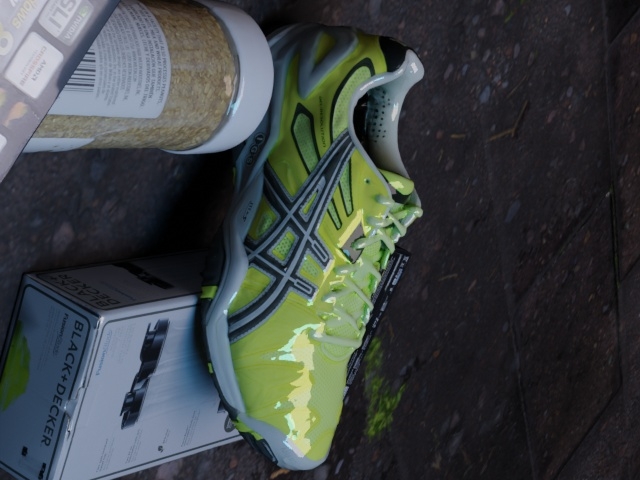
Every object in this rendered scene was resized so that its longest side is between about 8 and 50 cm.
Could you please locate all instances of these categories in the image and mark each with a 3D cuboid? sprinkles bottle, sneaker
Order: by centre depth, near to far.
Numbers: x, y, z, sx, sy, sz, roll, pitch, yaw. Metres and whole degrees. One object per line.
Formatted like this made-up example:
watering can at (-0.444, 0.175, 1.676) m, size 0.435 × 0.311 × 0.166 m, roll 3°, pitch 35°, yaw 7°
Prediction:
sprinkles bottle at (-0.178, -0.120, 1.195) m, size 0.355 × 0.121 × 0.121 m, roll -5°, pitch 118°, yaw -57°
sneaker at (0.000, 0.000, 1.432) m, size 0.145 × 0.147 × 0.385 m, roll 12°, pitch 79°, yaw -57°

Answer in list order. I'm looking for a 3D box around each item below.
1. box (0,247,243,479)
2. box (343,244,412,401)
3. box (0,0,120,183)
box at (-0.147, 0.103, 1.467) m, size 0.290 × 0.087 × 0.169 m, roll -11°, pitch 122°, yaw -56°
box at (-0.006, 0.068, 1.680) m, size 0.147 × 0.077 × 0.180 m, roll 16°, pitch 99°, yaw -61°
box at (-0.209, -0.272, 0.934) m, size 0.318 × 0.097 × 0.395 m, roll 40°, pitch 77°, yaw -38°
